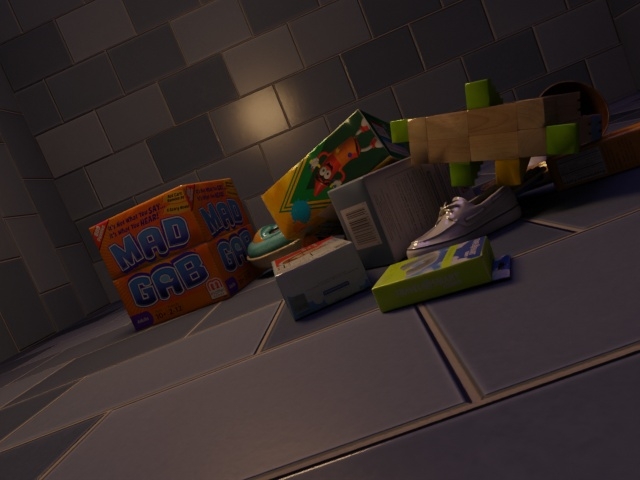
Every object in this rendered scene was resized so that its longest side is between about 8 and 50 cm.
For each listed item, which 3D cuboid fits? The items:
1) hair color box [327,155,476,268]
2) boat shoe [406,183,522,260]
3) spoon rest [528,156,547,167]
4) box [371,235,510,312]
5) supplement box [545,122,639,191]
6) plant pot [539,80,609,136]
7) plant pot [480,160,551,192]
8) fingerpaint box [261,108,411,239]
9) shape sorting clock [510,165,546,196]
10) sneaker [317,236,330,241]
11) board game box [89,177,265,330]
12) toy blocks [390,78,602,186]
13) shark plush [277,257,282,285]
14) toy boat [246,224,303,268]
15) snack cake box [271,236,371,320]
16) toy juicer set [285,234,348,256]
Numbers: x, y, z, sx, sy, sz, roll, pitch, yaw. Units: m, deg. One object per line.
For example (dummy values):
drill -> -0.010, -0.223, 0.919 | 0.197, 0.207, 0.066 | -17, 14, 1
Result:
hair color box -> 0.206, -0.093, 1.072 | 0.374, 0.185, 0.113 | -27, 7, -41
boat shoe -> 0.258, -0.038, 0.870 | 0.258, 0.084, 0.095 | -25, 6, -24
spoon rest -> 0.639, -0.243, 1.466 | 0.137, 0.084, 0.276 | -21, 19, 23
box -> 0.171, 0.044, 0.659 | 0.178, 0.042, 0.109 | -20, 6, 26
supplement box -> 0.587, -0.176, 0.942 | 0.233, 0.080, 0.078 | -17, 7, 31
plant pot -> 0.751, -0.357, 1.495 | 0.215, 0.215, 0.230 | -22, -8, -1
plant pot -> 0.542, -0.164, 1.224 | 0.236, 0.032, 0.236 | -22, 6, 3
fingerpaint box -> 0.104, -0.173, 1.391 | 0.371, 0.163, 0.444 | -38, -16, 26
shape sorting clock -> 0.396, -0.104, 1.026 | 0.206, 0.040, 0.206 | -30, -5, -3
sneaker -> 0.000, 0.000, 1.630 | 0.074, 0.063, 0.170 | -18, 12, 37
board game box -> -0.449, 0.031, 1.564 | 0.356, 0.356, 0.356 | -21, 6, 16
toy blocks -> 0.375, -0.229, 0.954 | 0.260, 0.191, 0.381 | -19, 16, -37
shark plush -> -0.063, 0.082, 1.164 | 0.067, 0.073, 0.161 | 7, -6, -12
toy boat -> -0.122, -0.035, 1.554 | 0.267, 0.148, 0.318 | -23, 17, 28
snack cake box -> -0.011, 0.064, 0.932 | 0.152, 0.089, 0.264 | -25, 6, -5
toy juicer set -> 0.009, 0.013, 1.330 | 0.209, 0.090, 0.329 | -26, 6, -30
